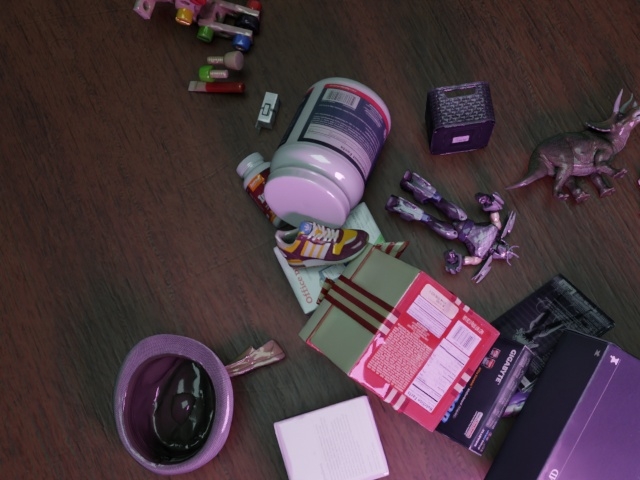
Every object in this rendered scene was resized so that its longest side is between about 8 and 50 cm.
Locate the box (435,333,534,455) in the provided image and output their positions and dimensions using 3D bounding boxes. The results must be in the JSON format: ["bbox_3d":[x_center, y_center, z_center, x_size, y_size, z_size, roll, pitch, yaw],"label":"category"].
[{"bbox_3d":[0.281,0.273,1.535,0.175,0.051,0.220,23,79,46],"label":"box"}]

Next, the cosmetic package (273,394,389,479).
[{"bbox_3d":[0.024,0.392,1.528,0.183,0.151,0.152,-17,78,1],"label":"cosmetic package"}]

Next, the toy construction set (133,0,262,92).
[{"bbox_3d":[-0.278,-0.477,1.733,0.237,0.257,0.309,5,102,24],"label":"toy construction set"}]

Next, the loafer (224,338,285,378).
[{"bbox_3d":[-0.146,0.242,1.627,0.148,0.056,0.050,-18,76,-9],"label":"loafer"}]

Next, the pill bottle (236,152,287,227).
[{"bbox_3d":[-0.106,-0.108,1.677,0.086,0.086,0.152,-40,78,-3],"label":"pill bottle"}]

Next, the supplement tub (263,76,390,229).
[{"bbox_3d":[0.015,-0.170,1.587,0.191,0.191,0.272,19,58,9],"label":"supplement tub"}]

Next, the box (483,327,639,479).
[{"bbox_3d":[0.517,0.383,1.418,0.312,0.179,0.343,30,87,-9],"label":"box"}]

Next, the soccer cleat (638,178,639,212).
[{"bbox_3d":[0.686,-0.142,1.623,0.076,0.068,0.196,2,81,9],"label":"soccer cleat"}]

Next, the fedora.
[{"bbox_3d":[-0.279,0.317,1.584,0.243,0.124,0.276,3,90,8],"label":"fedora"}]

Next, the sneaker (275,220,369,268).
[{"bbox_3d":[0.000,0.000,1.518,0.185,0.084,0.070,-14,36,26],"label":"sneaker"}]

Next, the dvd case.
[{"bbox_3d":[0.433,0.177,1.560,0.221,0.018,0.164,-35,43,-3],"label":"dvd case"}]

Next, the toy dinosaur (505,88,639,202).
[{"bbox_3d":[0.516,-0.166,1.634,0.313,0.121,0.160,-21,65,5],"label":"toy dinosaur"}]

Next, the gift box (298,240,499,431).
[{"bbox_3d":[0.152,0.157,1.484,0.255,0.258,0.276,43,83,-25],"label":"gift box"}]

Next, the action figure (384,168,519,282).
[{"bbox_3d":[0.274,-0.031,1.623,0.285,0.099,0.185,30,77,7],"label":"action figure"}]

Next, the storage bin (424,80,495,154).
[{"bbox_3d":[0.279,-0.243,1.621,0.122,0.180,0.084,-8,77,4],"label":"storage bin"}]

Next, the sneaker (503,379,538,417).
[{"bbox_3d":[0.436,0.263,1.553,0.236,0.095,0.105,-24,72,-6],"label":"sneaker"}]

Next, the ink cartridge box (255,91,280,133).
[{"bbox_3d":[-0.113,-0.272,1.730,0.028,0.048,0.083,15,81,8],"label":"ink cartridge box"}]

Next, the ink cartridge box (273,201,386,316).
[{"bbox_3d":[0.033,0.042,1.630,0.212,0.093,0.154,-26,78,2],"label":"ink cartridge box"}]
